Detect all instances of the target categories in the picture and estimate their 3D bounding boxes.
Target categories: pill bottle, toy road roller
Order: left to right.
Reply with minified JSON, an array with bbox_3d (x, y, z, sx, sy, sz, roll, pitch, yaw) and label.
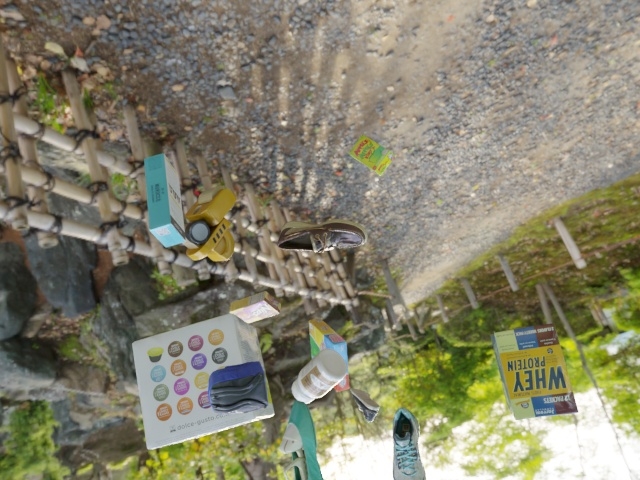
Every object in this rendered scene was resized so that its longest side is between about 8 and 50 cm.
[{"bbox_3d":[-0.469,-0.054,2.090,0.203,0.329,0.240,-5,137,49],"label":"toy road roller"},{"bbox_3d":[-0.011,0.529,1.839,0.131,0.131,0.229,-1,140,-45],"label":"pill bottle"}]

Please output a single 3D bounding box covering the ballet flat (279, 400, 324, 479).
[{"bbox_3d":[-0.047,0.501,1.103,0.087,0.247,0.083,-2,159,-35],"label":"ballet flat"}]

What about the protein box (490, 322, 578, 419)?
[{"bbox_3d":[0.510,0.315,1.164,0.136,0.199,0.201,-13,165,14],"label":"protein box"}]

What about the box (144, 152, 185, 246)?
[{"bbox_3d":[-0.427,-0.112,1.307,0.060,0.244,0.100,-16,150,1],"label":"box"}]

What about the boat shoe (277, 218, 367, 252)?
[{"bbox_3d":[0.000,0.000,1.766,0.342,0.123,0.123,4,130,19],"label":"boat shoe"}]

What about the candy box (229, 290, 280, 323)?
[{"bbox_3d":[-0.272,0.281,1.988,0.187,0.053,0.109,-20,133,26],"label":"candy box"}]

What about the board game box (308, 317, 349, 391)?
[{"bbox_3d":[0.037,0.541,2.301,0.064,0.242,0.316,-10,-165,-21],"label":"board game box"}]

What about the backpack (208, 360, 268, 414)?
[{"bbox_3d":[-0.182,0.320,1.033,0.120,0.097,0.101,-11,-166,-16],"label":"backpack"}]

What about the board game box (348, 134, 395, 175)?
[{"bbox_3d":[0.194,-0.327,1.818,0.043,0.181,0.092,29,101,-43],"label":"board game box"}]

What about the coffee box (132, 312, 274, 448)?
[{"bbox_3d":[-0.376,0.466,1.595,0.338,0.334,0.338,-16,161,0],"label":"coffee box"}]

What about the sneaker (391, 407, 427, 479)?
[{"bbox_3d":[0.266,0.673,1.521,0.110,0.283,0.122,-13,136,13],"label":"sneaker"}]

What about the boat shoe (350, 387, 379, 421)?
[{"bbox_3d":[0.154,0.603,1.763,0.075,0.064,0.206,15,179,-16],"label":"boat shoe"}]
